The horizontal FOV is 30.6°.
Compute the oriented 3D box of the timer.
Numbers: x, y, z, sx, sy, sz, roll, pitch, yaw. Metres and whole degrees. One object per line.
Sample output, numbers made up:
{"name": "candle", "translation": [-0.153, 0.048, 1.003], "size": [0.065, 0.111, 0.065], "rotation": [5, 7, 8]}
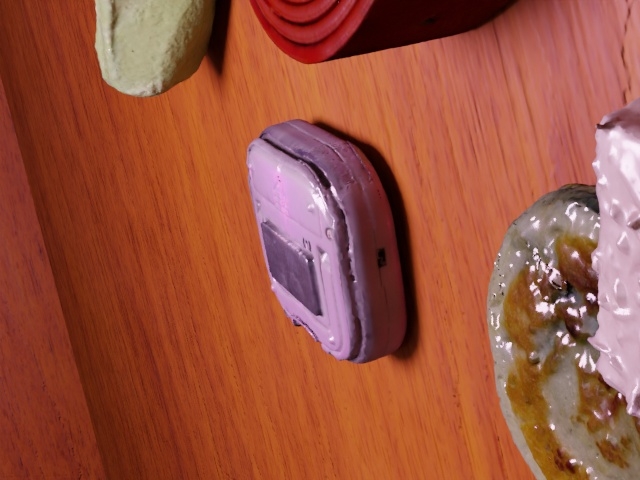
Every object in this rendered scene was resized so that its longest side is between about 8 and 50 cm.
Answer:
{"name": "timer", "translation": [0.000, 0.000, 0.997], "size": [0.208, 0.069, 0.191], "rotation": [31, 136, 60]}

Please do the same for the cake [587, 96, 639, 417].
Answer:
{"name": "cake", "translation": [0.182, 0.002, 0.405], "size": [0.135, 0.147, 0.134], "rotation": [-135, 36, -56]}

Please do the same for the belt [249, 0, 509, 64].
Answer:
{"name": "belt", "translation": [0.034, -0.238, 0.670], "size": [0.227, 0.115, 0.324], "rotation": [68, 158, 14]}

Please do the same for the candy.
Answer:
{"name": "candy", "translation": [-0.164, -0.300, 1.121], "size": [0.142, 0.132, 0.343], "rotation": [52, 151, 30]}

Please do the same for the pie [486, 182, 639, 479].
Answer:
{"name": "pie", "translation": [0.167, 0.079, 0.638], "size": [0.240, 0.054, 0.240], "rotation": [47, 145, 48]}
